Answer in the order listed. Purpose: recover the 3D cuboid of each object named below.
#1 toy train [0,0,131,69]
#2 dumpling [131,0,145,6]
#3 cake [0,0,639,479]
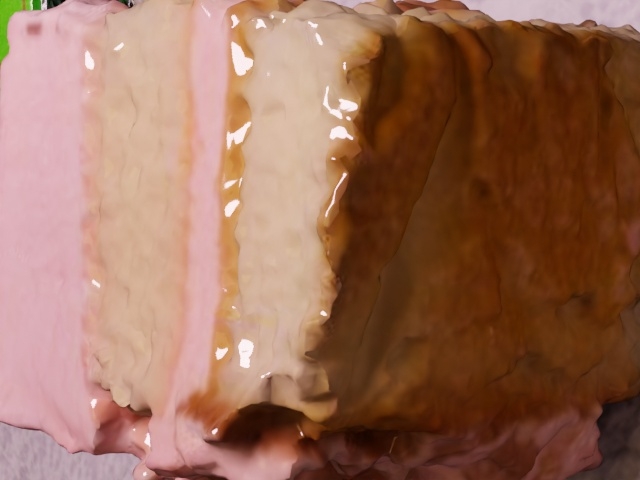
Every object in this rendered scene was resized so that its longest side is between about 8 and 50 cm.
[{"bbox_3d":[-0.246,-0.128,1.331,0.188,0.132,0.243,-9,82,39],"label":"toy train"},{"bbox_3d":[-0.082,-0.208,1.190,0.136,0.118,0.199,-34,94,23],"label":"dumpling"},{"bbox_3d":[0.000,0.000,0.948,0.307,0.314,0.293,8,93,43],"label":"cake"}]
